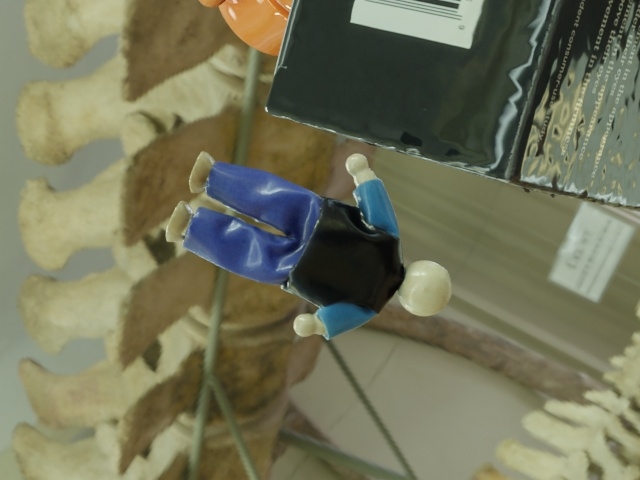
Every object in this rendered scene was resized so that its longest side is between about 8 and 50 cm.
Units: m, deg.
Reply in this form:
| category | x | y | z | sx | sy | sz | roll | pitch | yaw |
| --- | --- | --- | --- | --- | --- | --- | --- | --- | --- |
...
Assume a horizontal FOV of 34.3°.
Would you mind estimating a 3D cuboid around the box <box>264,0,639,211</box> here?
| category | x | y | z | sx | sy | sz | roll | pitch | yaw |
| --- | --- | --- | --- | --- | --- | --- | --- | --- | --- |
| box | 0.095 | -0.098 | 0.426 | 0.207 | 0.108 | 0.153 | 6 | -78 | -55 |

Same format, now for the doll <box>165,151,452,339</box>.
| category | x | y | z | sx | sy | sz | roll | pitch | yaw |
| --- | --- | --- | --- | --- | --- | --- | --- | --- | --- |
| doll | 0.000 | 0.000 | 0.687 | 0.046 | 0.189 | 0.129 | 115 | 178 | -77 |

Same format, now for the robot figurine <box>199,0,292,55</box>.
| category | x | y | z | sx | sy | sz | roll | pitch | yaw |
| --- | --- | --- | --- | --- | --- | --- | --- | --- | --- |
| robot figurine | -0.011 | -0.228 | 0.864 | 0.219 | 0.158 | 0.128 | -6 | 63 | 68 |
